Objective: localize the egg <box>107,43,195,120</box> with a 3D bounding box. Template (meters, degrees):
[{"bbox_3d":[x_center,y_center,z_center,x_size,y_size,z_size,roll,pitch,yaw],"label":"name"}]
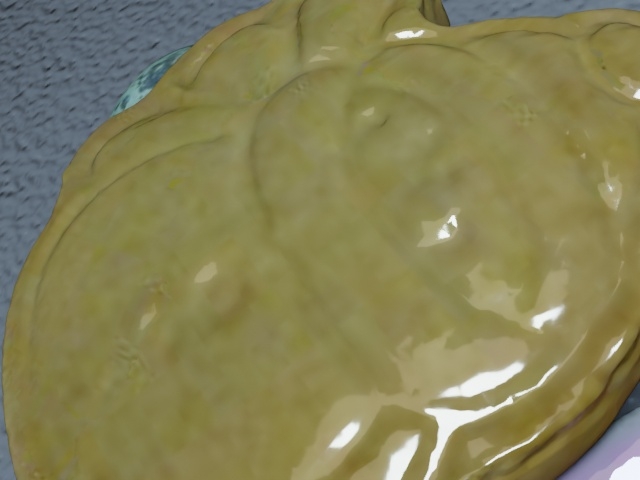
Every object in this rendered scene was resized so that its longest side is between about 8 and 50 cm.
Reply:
[{"bbox_3d":[-0.076,-0.046,0.637,0.132,0.132,0.172,30,81,40],"label":"egg"}]

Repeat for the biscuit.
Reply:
[{"bbox_3d":[0.000,0.000,0.460,0.351,0.057,0.312,-42,52,-4],"label":"biscuit"}]

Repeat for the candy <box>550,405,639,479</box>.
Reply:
[{"bbox_3d":[0.183,0.128,0.378,0.265,0.116,0.155,-30,48,6],"label":"candy"}]
